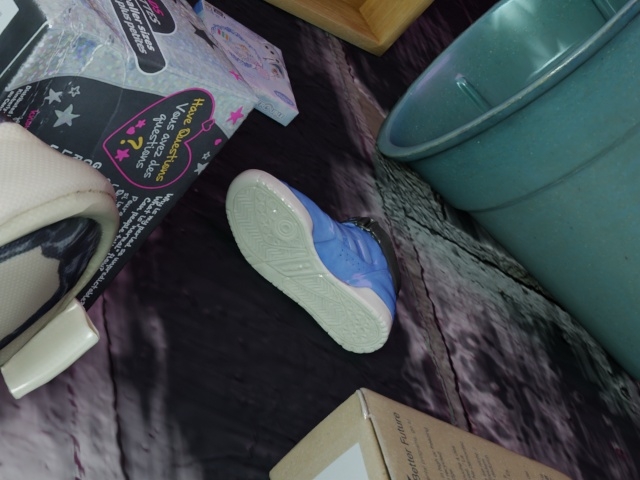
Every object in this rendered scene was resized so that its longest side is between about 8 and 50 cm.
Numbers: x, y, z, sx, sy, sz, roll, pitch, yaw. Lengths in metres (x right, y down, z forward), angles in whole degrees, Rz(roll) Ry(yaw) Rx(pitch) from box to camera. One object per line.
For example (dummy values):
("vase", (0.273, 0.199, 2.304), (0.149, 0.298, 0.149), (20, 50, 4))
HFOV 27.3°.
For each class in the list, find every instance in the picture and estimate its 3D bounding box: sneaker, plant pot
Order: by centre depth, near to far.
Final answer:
("sneaker", (-0.001, 0.001, 0.910), (0.152, 0.058, 0.084), (46, 30, -12))
("plant pot", (0.286, -0.069, 1.191), (0.334, 0.341, 0.341), (48, 24, -15))

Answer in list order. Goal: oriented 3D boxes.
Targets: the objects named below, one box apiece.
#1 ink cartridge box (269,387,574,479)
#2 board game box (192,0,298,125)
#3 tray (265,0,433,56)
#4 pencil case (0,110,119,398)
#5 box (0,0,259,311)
("ink cartridge box", (0.087, 0.215, 0.697), (0.193, 0.088, 0.235), (26, 32, -34))
("board game box", (-0.063, -0.145, 1.077), (0.090, 0.020, 0.090), (29, 30, -34))
("tray", (-0.020, -0.320, 1.187), (0.411, 0.203, 0.076), (18, 36, -46))
("pencil case", (-0.258, -0.087, 0.470), (0.410, 0.160, 0.183), (43, 14, 6))
("box", (-0.171, -0.106, 0.652), (0.142, 0.163, 0.247), (14, 33, -53))
